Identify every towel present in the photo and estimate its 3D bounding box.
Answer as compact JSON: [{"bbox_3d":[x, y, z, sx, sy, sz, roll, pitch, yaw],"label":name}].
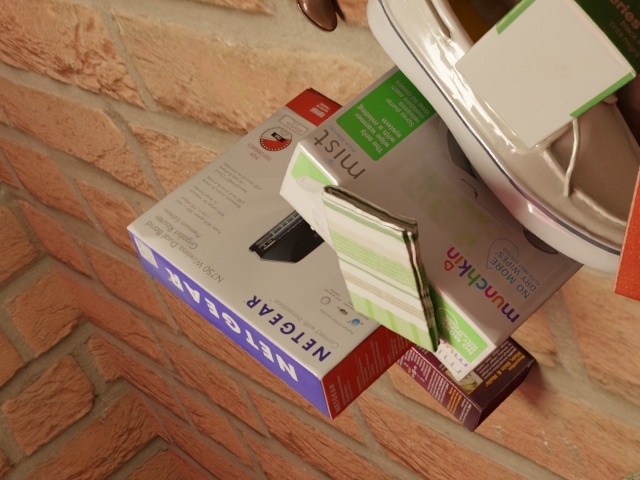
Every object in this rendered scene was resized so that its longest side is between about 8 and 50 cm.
[{"bbox_3d":[0.057,0.025,1.073,0.113,0.023,0.152,29,148,41],"label":"towel"}]

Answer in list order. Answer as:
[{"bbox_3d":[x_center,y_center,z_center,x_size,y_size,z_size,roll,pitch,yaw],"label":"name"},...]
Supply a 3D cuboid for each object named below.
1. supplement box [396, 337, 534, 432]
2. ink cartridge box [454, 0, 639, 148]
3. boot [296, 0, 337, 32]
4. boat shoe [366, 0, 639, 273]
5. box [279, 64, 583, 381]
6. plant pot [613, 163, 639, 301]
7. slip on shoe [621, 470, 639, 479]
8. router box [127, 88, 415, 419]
[{"bbox_3d":[0.165,0.139,1.530,0.188,0.104,0.081,43,157,18],"label":"supplement box"},{"bbox_3d":[0.213,-0.177,0.828,0.087,0.208,0.153,47,158,-1],"label":"ink cartridge box"},{"bbox_3d":[0.011,-0.279,1.271,0.106,0.037,0.114,55,152,-16],"label":"boot"},{"bbox_3d":[0.198,-0.141,1.040,0.367,0.136,0.156,52,148,13],"label":"boat shoe"},{"bbox_3d":[0.133,-0.042,1.150,0.262,0.231,0.127,47,157,9],"label":"box"},{"bbox_3d":[0.348,-0.086,0.685,0.236,0.267,0.267,25,149,23],"label":"plant pot"},{"bbox_3d":[0.414,0.327,1.354,0.101,0.123,0.331,49,153,-7],"label":"slip on shoe"},{"bbox_3d":[0.000,0.000,1.369,0.335,0.301,0.082,34,153,33],"label":"router box"}]
